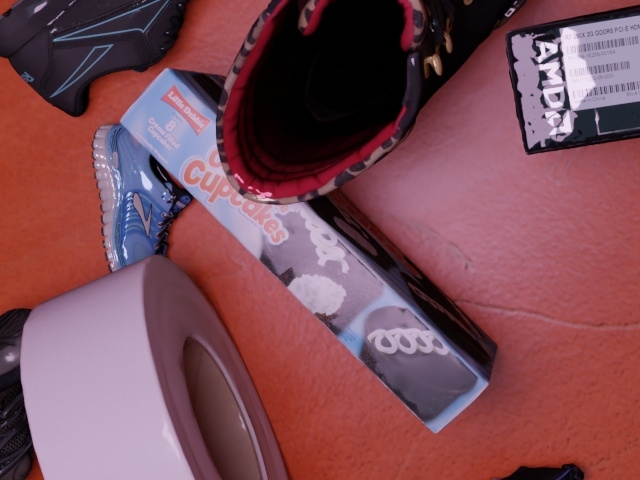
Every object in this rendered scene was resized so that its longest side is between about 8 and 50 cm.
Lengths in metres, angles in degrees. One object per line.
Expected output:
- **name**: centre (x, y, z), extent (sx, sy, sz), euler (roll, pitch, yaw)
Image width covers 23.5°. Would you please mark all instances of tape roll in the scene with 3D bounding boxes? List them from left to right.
- **tape roll**: centre (-0.112, 0.158, 1.155), extent (0.100, 0.286, 0.286), euler (-22, 90, 8)

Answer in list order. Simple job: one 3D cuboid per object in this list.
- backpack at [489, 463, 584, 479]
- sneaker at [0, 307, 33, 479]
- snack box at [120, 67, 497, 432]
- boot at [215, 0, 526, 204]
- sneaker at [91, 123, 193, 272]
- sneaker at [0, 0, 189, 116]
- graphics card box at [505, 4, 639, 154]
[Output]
- **backpack**: centre (0.158, 0.243, 1.216), extent (0.084, 0.105, 0.114), euler (-3, 97, 31)
- **sneaker**: centre (-0.252, 0.133, 1.234), extent (0.130, 0.087, 0.227), euler (52, 141, -7)
- **snack box**: centre (0.000, 0.000, 1.177), extent (0.322, 0.187, 0.060), euler (44, 99, 3)
- **boot**: centre (0.081, -0.192, 1.059), extent (0.138, 0.284, 0.377), euler (43, 119, -2)
- **sneaker**: centre (-0.140, -0.019, 1.260), extent (0.073, 0.063, 0.162), euler (-9, 93, 5)
- **sneaker**: centre (-0.139, -0.204, 1.242), extent (0.267, 0.101, 0.106), euler (-33, 100, 16)
- **graphics card box**: centre (0.320, -0.138, 1.099), extent (0.371, 0.233, 0.094), euler (-10, 96, 10)
